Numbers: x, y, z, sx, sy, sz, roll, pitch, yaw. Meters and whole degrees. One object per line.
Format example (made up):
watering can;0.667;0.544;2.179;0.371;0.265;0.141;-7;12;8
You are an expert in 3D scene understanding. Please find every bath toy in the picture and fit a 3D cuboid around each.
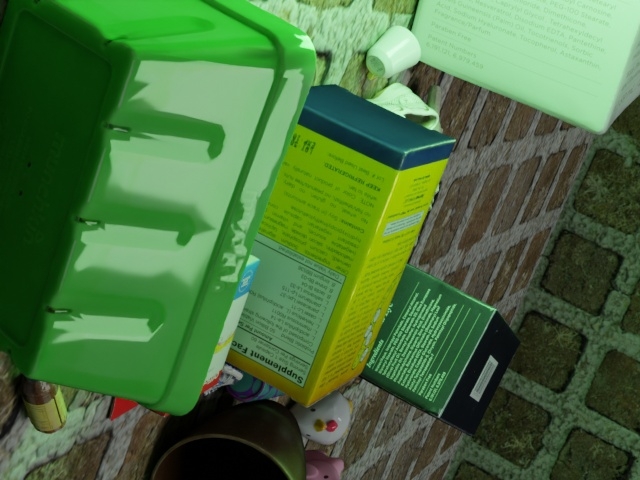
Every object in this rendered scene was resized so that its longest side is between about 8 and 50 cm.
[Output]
bath toy;-0.017;0.424;2.305;0.129;0.151;0.348;-2;100;-44

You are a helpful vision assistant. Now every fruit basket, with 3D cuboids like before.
fruit basket;-0.139;-0.060;1.237;0.392;0.283;0.392;-30;137;-33

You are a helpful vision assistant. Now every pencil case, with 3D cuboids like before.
pencil case;-0.085;0.199;1.991;0.151;0.064;0.070;11;71;-72

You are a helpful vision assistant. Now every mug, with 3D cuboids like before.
mug;0.096;-0.251;1.887;0.064;0.062;0.078;-40;145;-34

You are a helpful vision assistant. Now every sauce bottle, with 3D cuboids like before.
sauce bottle;-0.292;0.155;1.412;0.042;0.042;0.128;-51;158;-32

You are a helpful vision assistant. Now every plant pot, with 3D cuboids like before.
plant pot;-0.105;0.322;1.930;0.230;0.215;0.215;-55;165;-67

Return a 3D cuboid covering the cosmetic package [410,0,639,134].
cosmetic package;0.371;-0.428;1.963;0.329;0.327;0.394;-39;149;-51

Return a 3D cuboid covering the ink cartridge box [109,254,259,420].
ink cartridge box;-0.167;0.121;1.644;0.134;0.078;0.231;-28;141;-60

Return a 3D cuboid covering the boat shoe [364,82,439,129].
boat shoe;0.089;-0.149;1.942;0.277;0.096;0.098;-41;152;-49

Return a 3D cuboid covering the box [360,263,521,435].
box;0.112;0.135;2.047;0.179;0.312;0.343;-62;162;-4

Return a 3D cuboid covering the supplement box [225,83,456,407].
supplement box;0.000;0.000;1.749;0.195;0.194;0.357;-19;133;-65

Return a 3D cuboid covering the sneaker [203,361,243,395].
sneaker;-0.152;0.180;1.826;0.058;0.052;0.135;-53;154;1

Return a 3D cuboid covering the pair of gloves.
pair of gloves;0.173;-0.114;2.172;0.240;0.042;0.204;91;9;-69
